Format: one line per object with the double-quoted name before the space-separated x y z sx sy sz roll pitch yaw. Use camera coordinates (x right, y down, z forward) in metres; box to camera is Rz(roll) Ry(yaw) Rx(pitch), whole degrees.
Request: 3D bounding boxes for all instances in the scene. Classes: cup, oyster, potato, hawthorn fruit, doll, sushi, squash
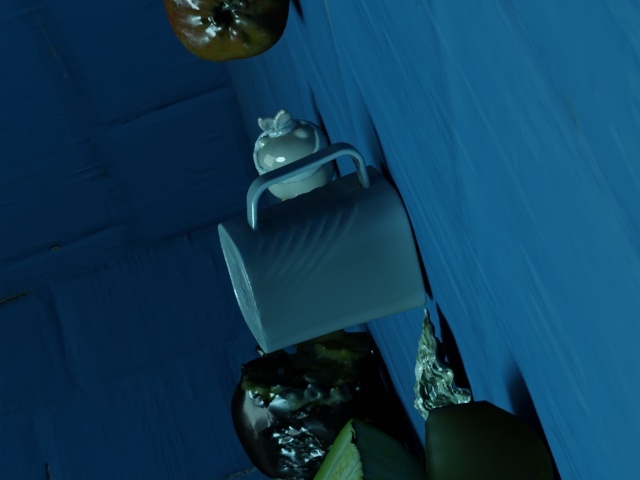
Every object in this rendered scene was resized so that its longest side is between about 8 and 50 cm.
"cup" 0.000 0.000 1.212 0.095 0.129 0.128 -129 22 -62
"oyster" 0.078 0.095 1.212 0.098 0.037 0.100 -118 9 -67
"potato" 0.092 0.133 0.948 0.103 0.066 0.096 22 -117 -87
"hawthorn fruit" -0.081 -0.215 1.446 0.128 0.128 0.128 161 90 -87
"doll" -0.022 -0.084 1.655 0.084 0.073 0.127 -65 -35 -45
"sushi" 0.009 0.222 2.014 0.200 0.213 0.204 -61 -29 -63
"squash" 0.024 0.357 1.857 0.288 0.111 0.203 -63 14 18
